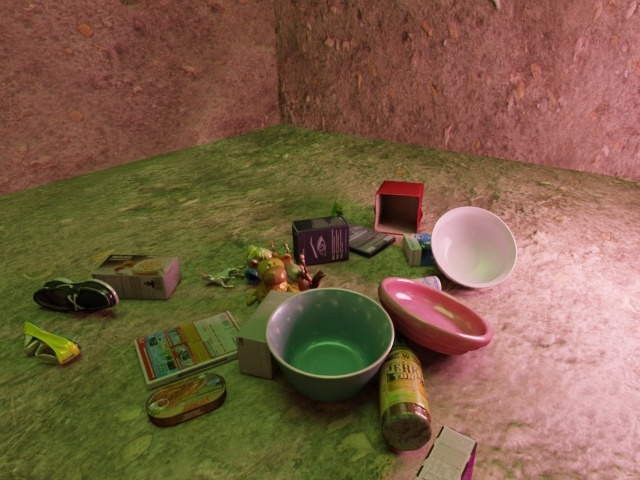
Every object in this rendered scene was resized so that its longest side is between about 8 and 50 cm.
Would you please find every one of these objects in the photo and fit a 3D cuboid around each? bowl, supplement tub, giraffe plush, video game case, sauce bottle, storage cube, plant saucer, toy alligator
[{"bbox_3d":[0.519,0.042,1.577,0.297,0.134,0.298,1,68,-2],"label":"bowl"},{"bbox_3d":[0.337,0.158,1.480,0.107,0.071,0.071,-7,27,-14],"label":"supplement tub"},{"bbox_3d":[-0.146,0.131,1.435,0.210,0.171,0.181,22,34,39],"label":"giraffe plush"},{"bbox_3d":[-0.362,0.299,1.264,0.284,0.025,0.204,-14,30,-26],"label":"video game case"},{"bbox_3d":[0.023,0.277,1.123,0.310,0.163,0.312,-1,32,1],"label":"bowl"},{"bbox_3d":[0.150,-0.010,1.881,0.274,0.026,0.196,19,32,36],"label":"video game case"},{"bbox_3d":[0.192,0.333,1.081,0.111,0.112,0.344,1,24,3],"label":"sauce bottle"},{"bbox_3d":[0.352,-0.146,1.974,0.214,0.184,0.193,6,26,16],"label":"storage cube"},{"bbox_3d":[0.308,0.214,1.253,0.331,0.084,0.332,19,15,-5],"label":"plant saucer"},{"bbox_3d":[0.083,-0.138,2.120,0.051,0.056,0.190,40,22,-13],"label":"toy alligator"}]

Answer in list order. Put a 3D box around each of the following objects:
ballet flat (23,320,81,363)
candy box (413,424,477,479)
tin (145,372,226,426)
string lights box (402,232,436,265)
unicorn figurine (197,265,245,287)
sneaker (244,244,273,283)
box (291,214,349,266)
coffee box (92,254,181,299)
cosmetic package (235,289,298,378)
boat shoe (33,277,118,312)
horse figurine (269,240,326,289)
[{"bbox_3d":[-0.776,0.288,1.252,0.230,0.077,0.077,13,46,23],"label":"ballet flat"},{"bbox_3d":[0.193,0.462,0.764,0.071,0.159,0.233,15,31,32],"label":"candy box"},{"bbox_3d":[-0.321,0.383,1.080,0.189,0.040,0.106,-13,25,-23],"label":"tin"},{"bbox_3d":[0.458,0.031,1.728,0.259,0.077,0.133,-2,27,-3],"label":"string lights box"},{"bbox_3d":[-0.345,0.128,1.589,0.111,0.060,0.162,9,12,21],"label":"unicorn figurine"},{"bbox_3d":[-0.244,0.088,1.622,0.091,0.126,0.240,29,-11,-12],"label":"sneaker"},{"bbox_3d":[0.000,0.000,1.718,0.206,0.153,0.108,-7,26,-13],"label":"box"},{"bbox_3d":[-0.629,0.124,1.544,0.246,0.098,0.141,2,26,4],"label":"coffee box"},{"bbox_3d":[-0.137,0.252,1.240,0.107,0.127,0.238,5,28,14],"label":"cosmetic package"},{"bbox_3d":[-0.781,0.185,1.424,0.302,0.115,0.091,-2,23,25],"label":"boat shoe"},{"bbox_3d":[-0.085,0.099,1.546,0.066,0.175,0.263,-38,50,-24],"label":"horse figurine"}]
